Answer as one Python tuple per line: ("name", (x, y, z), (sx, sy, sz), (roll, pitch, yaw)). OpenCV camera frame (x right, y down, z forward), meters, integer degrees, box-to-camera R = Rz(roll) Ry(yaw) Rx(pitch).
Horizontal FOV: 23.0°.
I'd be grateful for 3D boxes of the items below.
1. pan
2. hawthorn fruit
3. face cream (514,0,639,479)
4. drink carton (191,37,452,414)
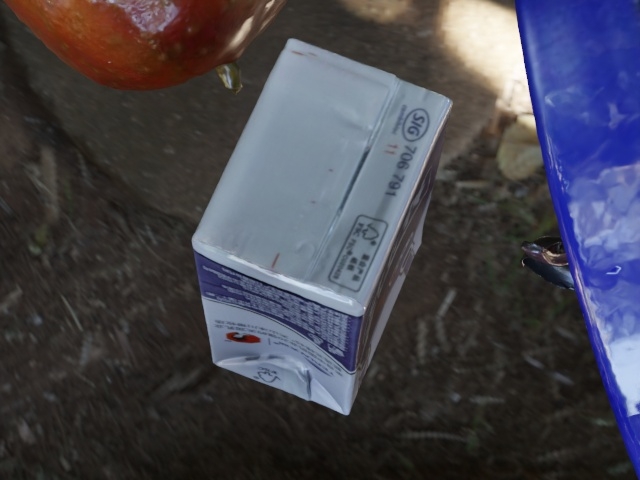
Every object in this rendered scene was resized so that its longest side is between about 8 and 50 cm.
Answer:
("pan", (0.219, 0.017, 1.387), (0.212, 0.115, 0.040), (30, 80, -61))
("hawthorn fruit", (-0.141, -0.250, 1.304), (0.275, 0.275, 0.300), (-33, 107, -10))
("face cream", (0.132, -0.019, 0.427), (0.111, 0.206, 0.206), (-14, 107, 20))
("drink carton", (0.000, 0.001, 0.918), (0.102, 0.222, 0.134), (20, 69, 6))
